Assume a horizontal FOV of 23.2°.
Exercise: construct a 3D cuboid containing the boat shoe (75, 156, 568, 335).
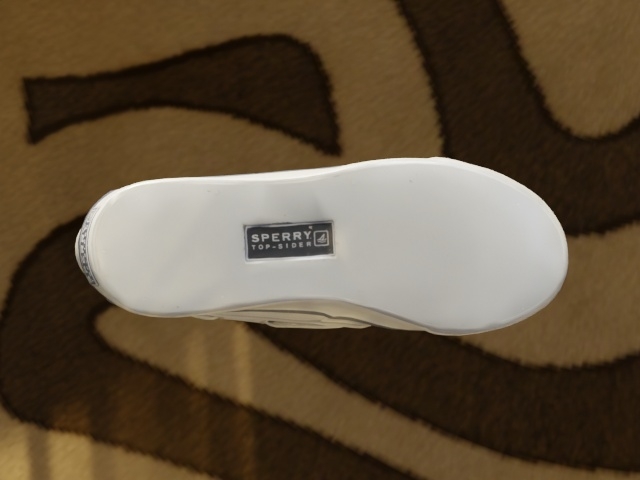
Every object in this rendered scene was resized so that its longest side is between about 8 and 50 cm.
[{"bbox_3d":[0.000,0.000,0.818,0.258,0.084,0.095,6,89,-17],"label":"boat shoe"}]
